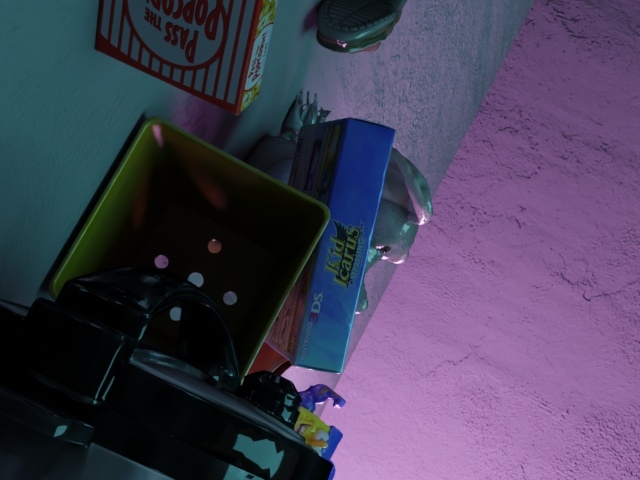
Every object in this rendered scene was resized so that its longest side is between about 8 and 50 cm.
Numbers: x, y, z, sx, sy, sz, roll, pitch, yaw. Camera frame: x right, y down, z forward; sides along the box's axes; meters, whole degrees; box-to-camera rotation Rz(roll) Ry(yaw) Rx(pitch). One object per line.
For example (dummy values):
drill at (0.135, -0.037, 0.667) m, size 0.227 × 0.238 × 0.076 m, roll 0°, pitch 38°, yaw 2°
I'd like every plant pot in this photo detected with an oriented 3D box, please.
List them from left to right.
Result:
plant pot at (-0.136, 0.028, 1.293) m, size 0.212 × 0.212 × 0.187 m, roll -62°, pitch 179°, yaw -12°

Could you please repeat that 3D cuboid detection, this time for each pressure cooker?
pressure cooker at (-0.191, 0.225, 0.974) m, size 0.370 × 0.376 × 0.420 m, roll 6°, pitch -111°, yaw 61°

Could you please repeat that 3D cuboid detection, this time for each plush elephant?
plush elephant at (0.012, -0.018, 1.639) m, size 0.330 × 0.255 × 0.272 m, roll -60°, pitch 167°, yaw -20°

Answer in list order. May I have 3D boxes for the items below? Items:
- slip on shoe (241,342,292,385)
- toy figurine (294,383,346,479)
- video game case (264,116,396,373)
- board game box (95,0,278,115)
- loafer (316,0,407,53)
slip on shoe at (-0.139, 0.227, 1.738) m, size 0.331 × 0.101 × 0.123 m, roll -42°, pitch 168°, yaw -4°
toy figurine at (-0.053, 0.290, 1.923) m, size 0.191 × 0.217 × 0.362 m, roll -22°, pitch -150°, yaw 47°
video game case at (0.000, 0.000, 1.387) m, size 0.244 × 0.061 × 0.269 m, roll -165°, pitch -92°, yaw -78°
board game box at (-0.106, -0.218, 1.010) m, size 0.045 × 0.147 × 0.193 m, roll -51°, pitch 161°, yaw -48°
loafer at (0.060, -0.291, 1.673) m, size 0.251 × 0.094 × 0.087 m, roll -43°, pitch 151°, yaw -59°
